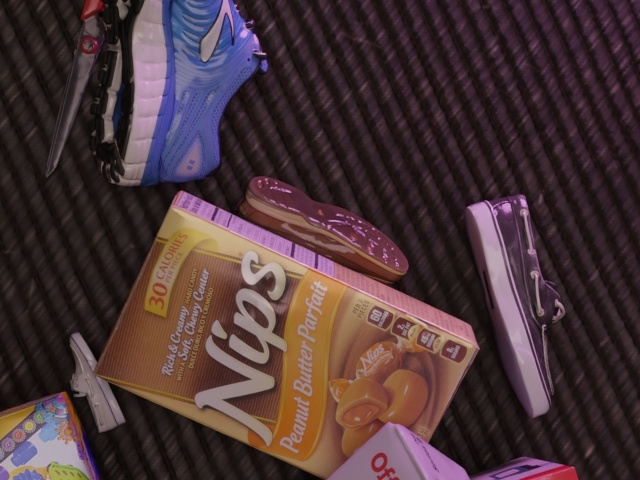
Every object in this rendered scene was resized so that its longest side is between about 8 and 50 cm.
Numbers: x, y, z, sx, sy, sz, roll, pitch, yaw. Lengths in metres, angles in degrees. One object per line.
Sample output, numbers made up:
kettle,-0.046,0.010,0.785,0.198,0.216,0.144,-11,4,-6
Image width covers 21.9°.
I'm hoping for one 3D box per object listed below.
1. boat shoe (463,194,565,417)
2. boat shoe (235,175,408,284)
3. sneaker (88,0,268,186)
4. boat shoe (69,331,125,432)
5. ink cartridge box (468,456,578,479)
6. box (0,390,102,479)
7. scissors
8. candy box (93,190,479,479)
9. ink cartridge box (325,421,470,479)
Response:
boat shoe,0.203,0.063,1.629,0.070,0.078,0.219,-14,86,-7
boat shoe,0.000,0.000,1.624,0.178,0.064,0.060,25,117,-8
sneaker,-0.128,-0.213,1.592,0.147,0.130,0.330,5,97,-32
boat shoe,-0.224,0.138,1.595,0.035,0.035,0.100,-26,96,-11
ink cartridge box,0.202,0.280,1.535,0.078,0.231,0.134,-17,88,-8
box,-0.261,0.290,1.450,0.177,0.290,0.279,-19,89,-9
scissors,-0.230,-0.212,1.629,0.109,0.021,0.297,32,84,-6
candy box,-0.032,0.104,1.572,0.316,0.087,0.183,25,100,-5
ink cartridge box,0.033,0.339,1.470,0.289,0.211,0.121,-44,130,13
